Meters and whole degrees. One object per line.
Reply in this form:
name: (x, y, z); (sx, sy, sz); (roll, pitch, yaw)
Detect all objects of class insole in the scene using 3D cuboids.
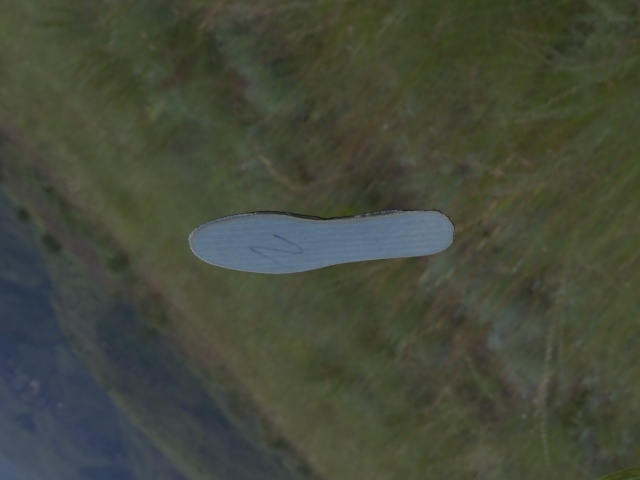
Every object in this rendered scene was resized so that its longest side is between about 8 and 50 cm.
insole: (0.000, 0.000, 0.858); (0.188, 0.004, 0.064); (-4, 137, 9)

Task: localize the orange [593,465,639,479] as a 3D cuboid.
orange: (0.137, 0.187, 0.360); (0.237, 0.179, 0.158); (62, -157, -10)
